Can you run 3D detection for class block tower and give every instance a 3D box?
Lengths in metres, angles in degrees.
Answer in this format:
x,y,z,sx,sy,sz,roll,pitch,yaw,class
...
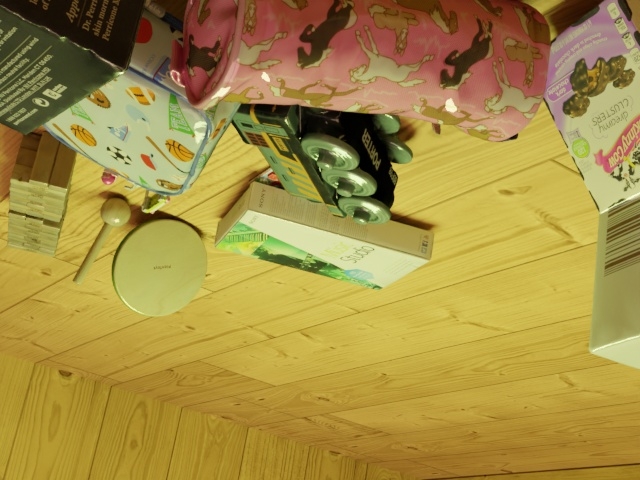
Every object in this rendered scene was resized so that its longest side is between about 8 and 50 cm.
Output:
x,y,z,sx,sy,sz,roll,pitch,yaw,class
-0.474,-0.074,1.787,0.091,0.097,0.335,15,156,-12,block tower

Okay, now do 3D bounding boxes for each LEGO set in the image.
x,y,z,sx,sy,sz,roll,pitch,yaw,class
-0.260,-0.125,1.549,0.132,0.107,0.287,12,158,-6,LEGO set

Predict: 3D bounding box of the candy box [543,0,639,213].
x,y,z,sx,sy,sz,roll,pitch,yaw,class
0.329,-0.148,1.123,0.070,0.196,0.165,-21,172,-29,candy box

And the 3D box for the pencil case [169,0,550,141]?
x,y,z,sx,sy,sz,roll,pitch,yaw,class
0.047,-0.193,1.076,0.386,0.167,0.160,4,-154,-29,pencil case

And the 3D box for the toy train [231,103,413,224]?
x,y,z,sx,sy,sz,roll,pitch,yaw,class
0.002,-0.133,1.401,0.190,0.142,0.334,15,163,22,toy train

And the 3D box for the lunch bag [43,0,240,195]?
x,y,z,sx,sy,sz,roll,pitch,yaw,class
-0.223,-0.180,1.241,0.243,0.115,0.303,31,155,-5,lunch bag

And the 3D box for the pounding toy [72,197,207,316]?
x,y,z,sx,sy,sz,roll,pitch,yaw,class
-0.332,0.029,1.922,0.237,0.183,0.110,27,178,-35,pounding toy

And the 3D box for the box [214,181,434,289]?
x,y,z,sx,sy,sz,roll,pitch,yaw,class
0.000,0.000,1.794,0.322,0.058,0.232,16,160,-14,box

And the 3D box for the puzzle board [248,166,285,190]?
x,y,z,sx,sy,sz,roll,pitch,yaw,class
-0.044,-0.092,1.664,0.096,0.011,0.128,21,156,-25,puzzle board

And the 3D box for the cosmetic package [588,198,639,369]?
x,y,z,sx,sy,sz,roll,pitch,yaw,class
0.568,-0.004,1.195,0.393,0.329,0.327,17,156,-19,cosmetic package

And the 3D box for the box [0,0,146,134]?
x,y,z,sx,sy,sz,roll,pitch,yaw,class
-0.281,-0.311,0.796,0.312,0.343,0.179,26,154,-33,box
